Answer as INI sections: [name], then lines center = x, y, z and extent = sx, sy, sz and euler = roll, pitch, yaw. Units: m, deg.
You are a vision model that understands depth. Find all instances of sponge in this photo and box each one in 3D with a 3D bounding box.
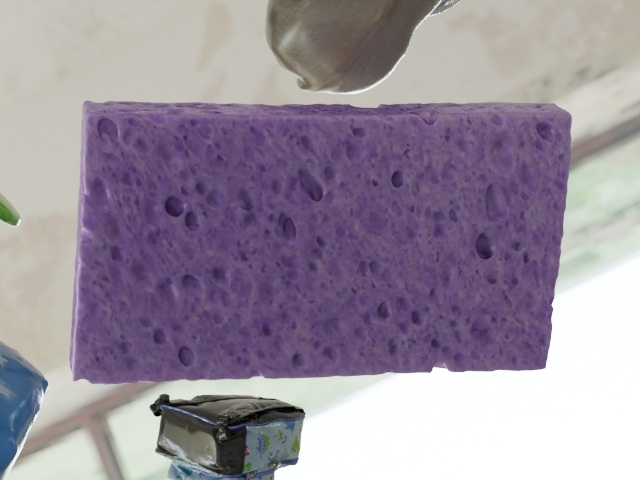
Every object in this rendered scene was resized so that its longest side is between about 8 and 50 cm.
[sponge]
center = 0.000, 0.000, 0.809
extent = 0.210, 0.117, 0.031
euler = -1, 17, -13

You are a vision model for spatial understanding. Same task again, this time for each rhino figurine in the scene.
[rhino figurine]
center = 0.050, -0.168, 0.883
extent = 0.073, 0.106, 0.243
euler = 28, -67, -21

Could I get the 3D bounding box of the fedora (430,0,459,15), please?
[fedora]
center = 0.025, -0.299, 1.749
extent = 0.124, 0.244, 0.275
euler = -48, -24, -44

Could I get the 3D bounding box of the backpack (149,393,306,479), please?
[backpack]
center = -0.074, 0.175, 1.640
extent = 0.105, 0.084, 0.114
euler = 11, 10, 39

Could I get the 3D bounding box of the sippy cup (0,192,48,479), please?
[sippy cup]
center = -0.305, 0.103, 1.202
extent = 0.305, 0.224, 0.240
euler = -51, 11, 36
